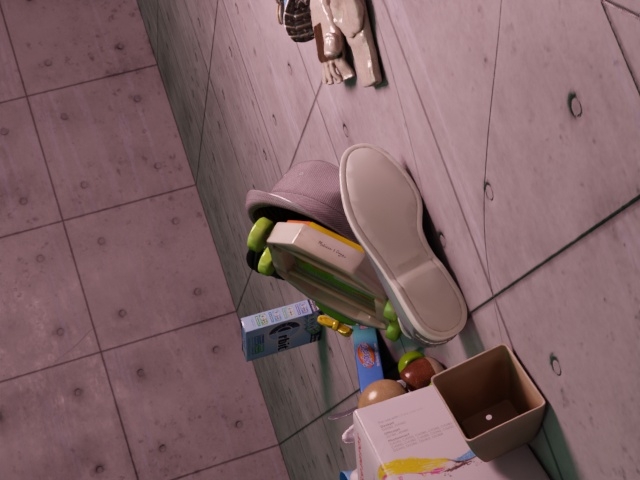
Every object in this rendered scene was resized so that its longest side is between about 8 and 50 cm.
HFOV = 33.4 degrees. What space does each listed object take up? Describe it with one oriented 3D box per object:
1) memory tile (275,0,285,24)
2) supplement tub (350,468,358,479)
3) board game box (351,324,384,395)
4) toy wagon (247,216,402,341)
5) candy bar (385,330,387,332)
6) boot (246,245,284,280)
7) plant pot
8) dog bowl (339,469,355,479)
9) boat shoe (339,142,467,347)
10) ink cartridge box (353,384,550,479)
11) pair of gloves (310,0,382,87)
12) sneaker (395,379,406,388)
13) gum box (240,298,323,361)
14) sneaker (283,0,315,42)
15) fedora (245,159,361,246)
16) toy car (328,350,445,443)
[{"bbox_3d":[-0.065,-0.448,1.802,0.113,0.012,0.148,-67,-26,-55],"label":"memory tile"},{"bbox_3d":[0.145,0.489,1.895,0.144,0.144,0.199,150,103,-77],"label":"supplement tub"},{"bbox_3d":[0.095,0.273,1.942,0.210,0.047,0.160,-95,-4,-62],"label":"board game box"},{"bbox_3d":[0.022,0.074,1.762,0.267,0.068,0.344,27,164,14],"label":"toy wagon"},{"bbox_3d":[0.114,0.104,1.837,0.161,0.018,0.040,91,159,-55],"label":"candy bar"},{"bbox_3d":[0.000,0.000,1.980,0.207,0.247,0.094,-68,-6,-49],"label":"boot"},{"bbox_3d":[0.217,0.216,1.356,0.096,0.109,0.109,69,174,-46],"label":"plant pot"},{"bbox_3d":[0.127,0.628,2.313,0.166,0.074,0.297,92,159,-53],"label":"dog bowl"},{"bbox_3d":[0.105,0.011,1.543,0.319,0.116,0.099,64,161,18],"label":"boat shoe"},{"bbox_3d":[0.183,0.356,1.442,0.270,0.197,0.198,-120,18,-46],"label":"ink cartridge box"},{"bbox_3d":[0.025,-0.332,1.623,0.240,0.042,0.204,-149,44,-70],"label":"pair of gloves"},{"bbox_3d":[0.157,0.361,1.795,0.091,0.094,0.258,153,100,-73],"label":"sneaker"},{"bbox_3d":[-0.089,0.205,2.450,0.157,0.185,0.041,96,156,-58],"label":"gum box"},{"bbox_3d":[-0.033,-0.410,1.774,0.073,0.064,0.162,-90,-6,-63],"label":"sneaker"},{"bbox_3d":[0.007,-0.049,1.767,0.244,0.124,0.275,36,163,-24],"label":"fedora"},{"bbox_3d":[0.113,0.271,1.658,0.155,0.189,0.148,-143,39,-70],"label":"toy car"}]
